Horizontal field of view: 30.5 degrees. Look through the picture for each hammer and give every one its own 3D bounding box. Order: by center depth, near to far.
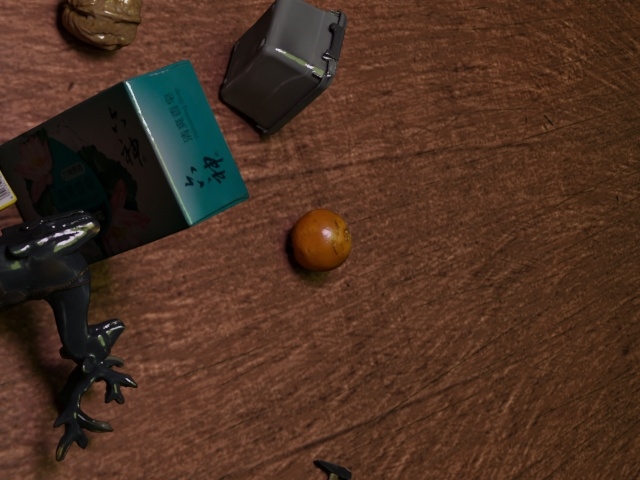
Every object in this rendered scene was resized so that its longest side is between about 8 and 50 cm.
[{"bbox_3d":[-0.001,0.366,1.434,0.062,0.013,0.198,34,54,-35],"label":"hammer"}]

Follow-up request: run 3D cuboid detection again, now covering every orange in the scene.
[{"bbox_3d":[0.000,0.000,1.506,0.083,0.083,0.083,18,64,-43],"label":"orange"}]

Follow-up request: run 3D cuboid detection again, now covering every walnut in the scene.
[{"bbox_3d":[-0.245,-0.258,1.335,0.096,0.082,0.079,4,102,-47],"label":"walnut"}]

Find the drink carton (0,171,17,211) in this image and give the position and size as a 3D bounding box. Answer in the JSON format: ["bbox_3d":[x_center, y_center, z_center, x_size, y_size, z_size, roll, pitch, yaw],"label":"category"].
[{"bbox_3d":[-0.377,-0.020,1.114,0.166,0.071,0.056,-36,101,-48],"label":"drink carton"}]

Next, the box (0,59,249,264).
[{"bbox_3d":[-0.206,-0.068,1.185,0.092,0.245,0.153,-30,98,-46],"label":"box"}]

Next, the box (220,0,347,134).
[{"bbox_3d":[-0.052,-0.224,1.471,0.093,0.172,0.124,26,57,-22],"label":"box"}]

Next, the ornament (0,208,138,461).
[{"bbox_3d":[-0.285,0.109,1.152,0.202,0.080,0.236,-19,111,-14],"label":"ornament"}]
